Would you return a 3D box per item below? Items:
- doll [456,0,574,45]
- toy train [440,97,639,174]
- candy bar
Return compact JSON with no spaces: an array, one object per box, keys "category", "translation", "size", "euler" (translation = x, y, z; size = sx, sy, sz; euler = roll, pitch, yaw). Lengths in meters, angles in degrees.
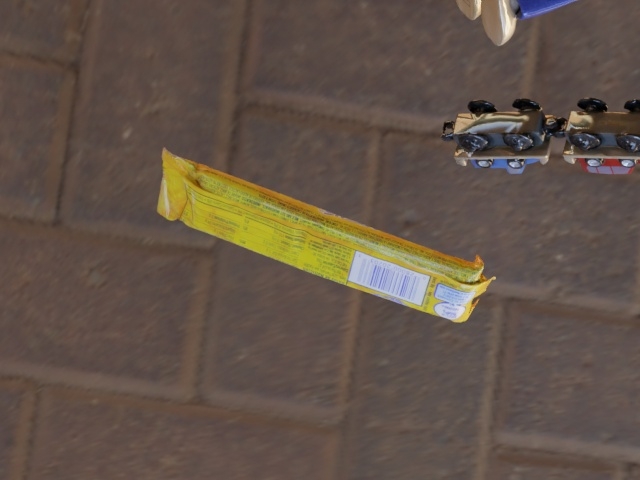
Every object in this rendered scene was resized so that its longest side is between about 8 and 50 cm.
[{"category":"doll","translation":[0.171,-0.166,0.954],"size":[0.189,0.129,0.046],"euler":[-18,125,-13]},{"category":"toy train","translation":[0.131,-0.046,0.758],"size":[0.158,0.036,0.027],"euler":[2,62,26]},{"category":"candy bar","translation":[0.000,0.000,0.768],"size":[0.161,0.040,0.018],"euler":[19,43,5]}]
